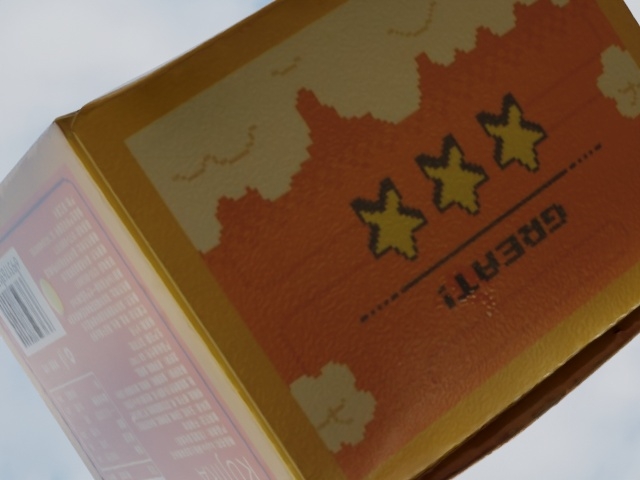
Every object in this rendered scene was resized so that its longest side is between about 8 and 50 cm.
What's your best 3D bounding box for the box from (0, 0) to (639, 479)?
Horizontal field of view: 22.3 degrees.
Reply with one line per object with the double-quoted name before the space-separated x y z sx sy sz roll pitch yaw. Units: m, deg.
"box" 0.000 0.000 0.790 0.259 0.283 0.214 -32 -87 -24
